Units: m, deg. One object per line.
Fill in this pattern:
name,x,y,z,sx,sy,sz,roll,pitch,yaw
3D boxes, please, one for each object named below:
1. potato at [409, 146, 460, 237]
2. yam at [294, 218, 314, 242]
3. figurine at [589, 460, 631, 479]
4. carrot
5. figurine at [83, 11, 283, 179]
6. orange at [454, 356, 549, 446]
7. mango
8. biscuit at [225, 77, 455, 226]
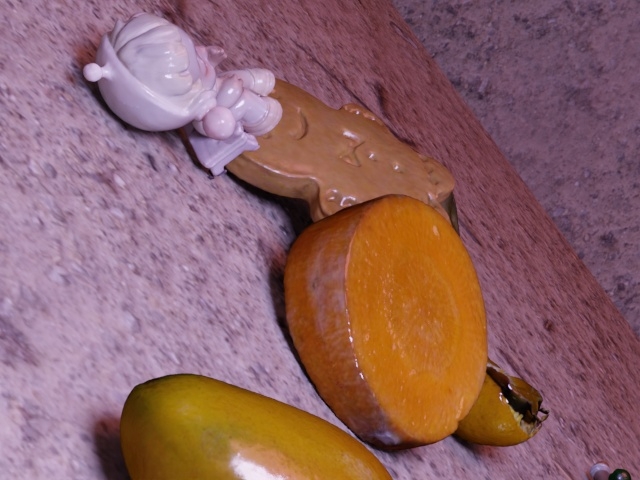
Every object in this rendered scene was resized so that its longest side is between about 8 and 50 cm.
potato,0.113,-0.029,1.997,0.178,0.160,0.235,9,48,-29
yam,0.000,0.000,1.799,0.054,0.054,0.132,49,18,-5
figurine,0.449,0.380,2.082,0.147,0.094,0.197,55,12,-23
carrot,0.077,0.092,1.618,0.258,0.100,0.307,32,48,-30
figurine,-0.168,-0.178,1.626,0.257,0.145,0.181,30,46,-56
orange,0.198,0.194,1.796,0.160,0.112,0.170,36,-5,-9
mango,-0.040,0.199,1.104,0.255,0.139,0.175,30,13,-32
biscuit,0.011,-0.109,1.835,0.355,0.052,0.275,27,34,-7
